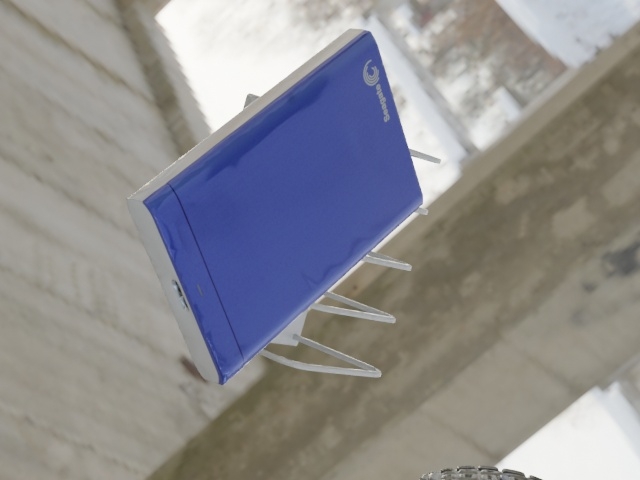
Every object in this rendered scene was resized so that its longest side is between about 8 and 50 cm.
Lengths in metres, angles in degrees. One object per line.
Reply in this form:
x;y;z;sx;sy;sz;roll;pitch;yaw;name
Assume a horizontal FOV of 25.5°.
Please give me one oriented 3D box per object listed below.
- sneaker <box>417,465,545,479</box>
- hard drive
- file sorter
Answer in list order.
0.202;0.278;1.140;0.297;0.129;0.111;25;-170;9;sneaker
-0.031;-0.038;1.378;0.040;0.318;0.210;13;133;43;hard drive
0.000;0.000;1.615;0.173;0.278;0.193;18;-177;39;file sorter
